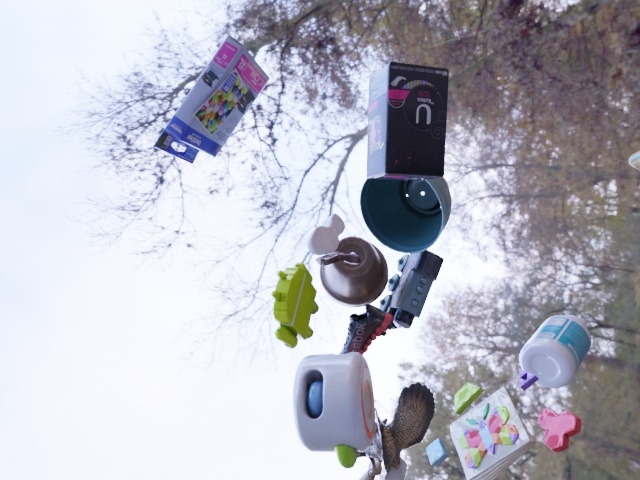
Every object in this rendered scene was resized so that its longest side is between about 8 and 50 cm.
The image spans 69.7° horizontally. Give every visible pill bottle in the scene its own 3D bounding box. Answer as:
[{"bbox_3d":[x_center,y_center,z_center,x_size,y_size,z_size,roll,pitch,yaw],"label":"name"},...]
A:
[{"bbox_3d":[0.717,0.318,1.383,0.264,0.146,0.146,-23,-66,-42],"label":"pill bottle"}]

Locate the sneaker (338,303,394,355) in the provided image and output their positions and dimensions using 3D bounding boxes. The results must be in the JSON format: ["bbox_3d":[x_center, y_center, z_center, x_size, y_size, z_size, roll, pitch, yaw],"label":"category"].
[{"bbox_3d":[0.129,0.335,1.618,0.135,0.097,0.276,39,-81,-3],"label":"sneaker"}]

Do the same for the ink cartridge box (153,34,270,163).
[{"bbox_3d":[-0.261,-0.323,1.138,0.311,0.065,0.186,-52,-12,5],"label":"ink cartridge box"}]

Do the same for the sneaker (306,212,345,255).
[{"bbox_3d":[0.000,0.000,1.263,0.080,0.094,0.212,53,-152,-5],"label":"sneaker"}]

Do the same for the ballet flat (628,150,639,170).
[{"bbox_3d":[0.878,-0.183,1.168,0.232,0.073,0.080,19,-109,-23],"label":"ballet flat"}]

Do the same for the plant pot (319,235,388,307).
[{"bbox_3d":[0.121,0.093,1.659,0.263,0.263,0.229,-62,-13,-16],"label":"plant pot"}]

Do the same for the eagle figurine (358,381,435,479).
[{"bbox_3d":[0.200,0.566,1.330,0.225,0.298,0.226,18,-132,-15],"label":"eagle figurine"}]

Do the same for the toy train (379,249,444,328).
[{"bbox_3d":[0.336,0.176,1.711,0.142,0.190,0.334,27,-102,-9],"label":"toy train"}]

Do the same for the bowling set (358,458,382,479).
[{"bbox_3d":[0.213,0.839,1.530,0.287,0.200,0.154,-28,-31,-56],"label":"bowling set"}]

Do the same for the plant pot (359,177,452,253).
[{"bbox_3d":[0.301,-0.130,1.492,0.196,0.293,0.293,-35,-59,-44],"label":"plant pot"}]

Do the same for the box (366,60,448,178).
[{"bbox_3d":[0.218,-0.294,1.178,0.165,0.143,0.270,0,-86,-14],"label":"box"}]

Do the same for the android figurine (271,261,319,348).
[{"bbox_3d":[-0.075,0.185,1.354,0.273,0.056,0.248,57,-140,-54],"label":"android figurine"}]

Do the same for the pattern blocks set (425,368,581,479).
[{"bbox_3d":[0.360,0.418,0.978,0.026,0.285,0.325,31,-80,-21],"label":"pattern blocks set"}]

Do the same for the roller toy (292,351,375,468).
[{"bbox_3d":[0.025,0.325,0.932,0.209,0.146,0.191,-54,-45,-70],"label":"roller toy"}]

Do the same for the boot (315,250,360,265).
[{"bbox_3d":[0.055,0.063,1.454,0.114,0.106,0.037,-11,-73,-48],"label":"boot"}]
